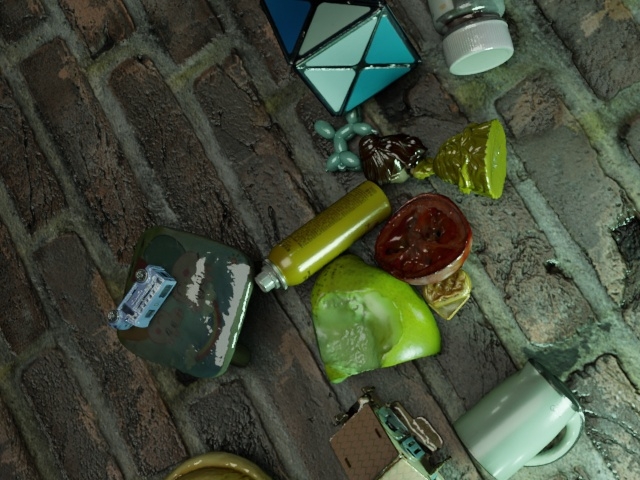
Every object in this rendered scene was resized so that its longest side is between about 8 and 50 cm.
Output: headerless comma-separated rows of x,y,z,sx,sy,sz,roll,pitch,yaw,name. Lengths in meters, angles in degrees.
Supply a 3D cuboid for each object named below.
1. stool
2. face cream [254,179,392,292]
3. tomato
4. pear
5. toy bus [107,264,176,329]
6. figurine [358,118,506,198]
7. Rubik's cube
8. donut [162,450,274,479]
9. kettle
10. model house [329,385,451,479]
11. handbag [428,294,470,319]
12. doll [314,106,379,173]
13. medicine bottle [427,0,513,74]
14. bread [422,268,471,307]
-0.285,0.143,1.959,0.310,0.226,0.311,18,92,19,stool
0.000,0.000,1.867,0.348,0.105,0.105,-36,74,-17,face cream
0.237,0.011,1.850,0.227,0.101,0.228,-14,51,18,tomato
0.103,0.161,1.863,0.286,0.176,0.282,-16,79,15,pear
-0.399,0.137,1.841,0.076,0.073,0.167,37,96,16,toy bus
0.246,-0.176,1.868,0.315,0.168,0.187,-1,69,27,figurine
0.043,-0.473,1.867,0.246,0.248,0.250,-32,59,14,Rubik's cube
-0.244,0.715,1.910,0.448,0.198,0.449,-2,85,16,donut
0.439,0.392,1.756,0.236,0.161,0.221,-44,102,7,kettle
0.154,0.469,1.783,0.169,0.244,0.326,-44,73,12,model house
0.293,0.134,1.879,0.061,0.027,0.083,40,93,20,handbag
0.058,-0.235,1.967,0.159,0.059,0.159,-37,75,10,doll
0.327,-0.526,1.853,0.165,0.165,0.274,-14,82,16,medicine bottle
0.282,0.102,1.851,0.110,0.044,0.083,-22,67,10,bread
